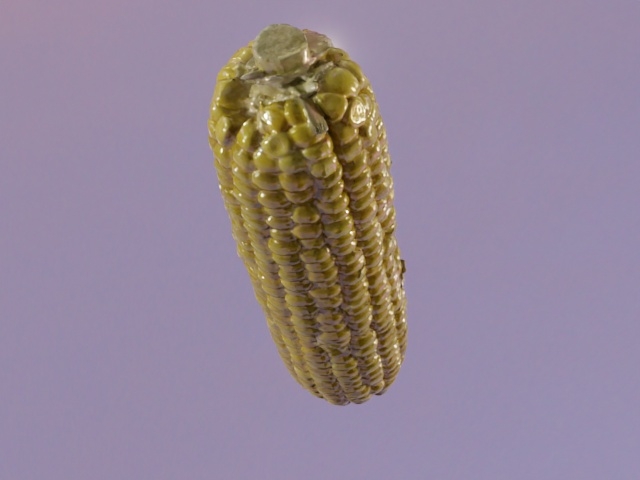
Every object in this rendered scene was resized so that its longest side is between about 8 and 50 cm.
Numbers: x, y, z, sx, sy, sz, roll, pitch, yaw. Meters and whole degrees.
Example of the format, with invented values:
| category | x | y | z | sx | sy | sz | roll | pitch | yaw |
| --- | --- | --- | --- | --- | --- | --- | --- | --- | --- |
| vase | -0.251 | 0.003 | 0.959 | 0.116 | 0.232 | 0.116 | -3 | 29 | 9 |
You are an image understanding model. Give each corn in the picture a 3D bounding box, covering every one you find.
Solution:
| category | x | y | z | sx | sy | sz | roll | pitch | yaw |
| --- | --- | --- | --- | --- | --- | --- | --- | --- | --- |
| corn | 0.000 | 0.000 | 0.497 | 0.080 | 0.238 | 0.080 | -6 | -134 | 7 |
